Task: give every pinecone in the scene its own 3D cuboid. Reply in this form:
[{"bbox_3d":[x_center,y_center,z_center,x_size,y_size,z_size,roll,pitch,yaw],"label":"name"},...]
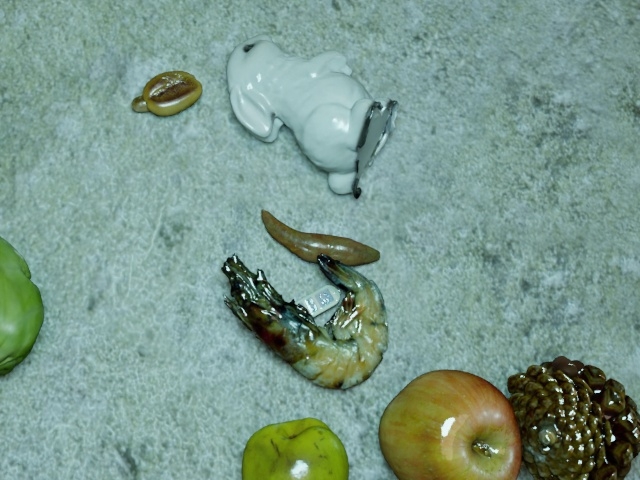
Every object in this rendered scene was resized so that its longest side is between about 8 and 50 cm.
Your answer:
[{"bbox_3d":[0.468,0.348,1.409,0.264,0.264,0.264,2,77,-8],"label":"pinecone"}]

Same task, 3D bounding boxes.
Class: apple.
[{"bbox_3d":[0.230,0.357,1.376,0.242,0.241,0.242,2,84,-22],"label":"apple"}]

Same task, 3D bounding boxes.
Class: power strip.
[{"bbox_3d":[-0.041,0.140,1.486,0.191,0.030,0.047,-28,83,-14],"label":"power strip"}]

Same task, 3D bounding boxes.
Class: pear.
[{"bbox_3d":[-0.041,0.415,1.347,0.200,0.200,0.200,2,77,-8],"label":"pear"}]

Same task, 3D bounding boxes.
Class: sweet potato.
[{"bbox_3d":[-0.005,0.008,1.511,0.255,0.058,0.078,17,59,-1],"label":"sweet potato"}]

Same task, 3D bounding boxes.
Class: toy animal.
[{"bbox_3d":[-0.040,-0.264,1.520,0.357,0.194,0.258,25,99,14],"label":"toy animal"}]

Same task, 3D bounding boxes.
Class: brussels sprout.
[{"bbox_3d":[-0.641,0.106,1.314,0.316,0.242,0.274,0,101,-3],"label":"brussels sprout"}]

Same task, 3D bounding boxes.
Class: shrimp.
[{"bbox_3d":[-0.016,0.122,1.443,0.365,0.071,0.233,43,72,-13],"label":"shrimp"}]

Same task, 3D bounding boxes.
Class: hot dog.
[{"bbox_3d":[-0.308,-0.291,1.538,0.140,0.060,0.090,-32,79,-20],"label":"hot dog"}]
